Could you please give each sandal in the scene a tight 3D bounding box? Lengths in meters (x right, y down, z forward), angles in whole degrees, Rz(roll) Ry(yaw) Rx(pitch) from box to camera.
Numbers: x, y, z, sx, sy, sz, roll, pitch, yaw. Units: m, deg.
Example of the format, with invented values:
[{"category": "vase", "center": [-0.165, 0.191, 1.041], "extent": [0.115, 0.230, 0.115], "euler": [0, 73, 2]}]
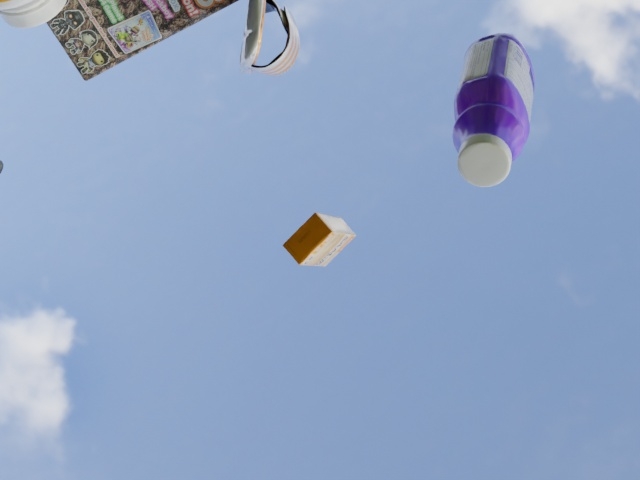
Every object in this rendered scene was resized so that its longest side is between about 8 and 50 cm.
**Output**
[{"category": "sandal", "center": [-0.065, -0.269, 1.408], "extent": [0.076, 0.265, 0.102], "euler": [10, -87, -5]}]

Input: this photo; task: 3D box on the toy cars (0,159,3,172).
[{"category": "toy cars", "center": [-0.489, -0.026, 1.378], "extent": [0.393, 0.087, 0.176], "euler": [-124, -127, -71]}]

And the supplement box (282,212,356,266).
[{"category": "supplement box", "center": [0.000, 0.000, 1.341], "extent": [0.062, 0.098, 0.036], "euler": [-45, -105, 13]}]

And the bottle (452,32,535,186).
[{"category": "bottle", "center": [0.229, -0.172, 1.402], "extent": [0.092, 0.118, 0.283], "euler": [-14, -149, 23]}]

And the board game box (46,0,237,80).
[{"category": "board game box", "center": [-0.234, -0.384, 1.465], "extent": [0.291, 0.141, 0.232], "euler": [-26, -150, 7]}]

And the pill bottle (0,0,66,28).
[{"category": "pill bottle", "center": [-0.359, -0.337, 1.152], "extent": [0.117, 0.215, 0.117], "euler": [-7, -125, 10]}]
